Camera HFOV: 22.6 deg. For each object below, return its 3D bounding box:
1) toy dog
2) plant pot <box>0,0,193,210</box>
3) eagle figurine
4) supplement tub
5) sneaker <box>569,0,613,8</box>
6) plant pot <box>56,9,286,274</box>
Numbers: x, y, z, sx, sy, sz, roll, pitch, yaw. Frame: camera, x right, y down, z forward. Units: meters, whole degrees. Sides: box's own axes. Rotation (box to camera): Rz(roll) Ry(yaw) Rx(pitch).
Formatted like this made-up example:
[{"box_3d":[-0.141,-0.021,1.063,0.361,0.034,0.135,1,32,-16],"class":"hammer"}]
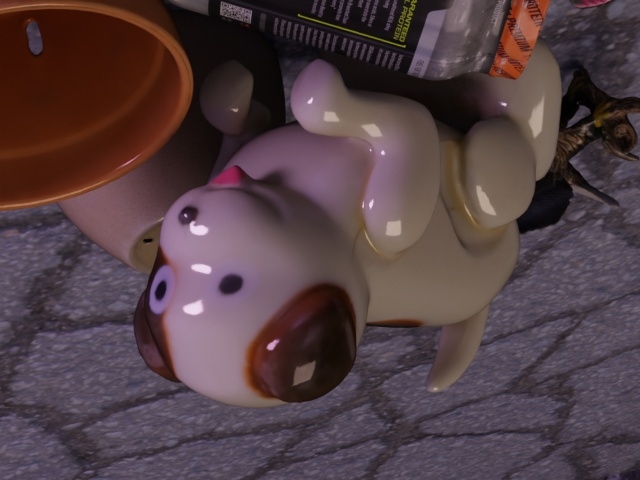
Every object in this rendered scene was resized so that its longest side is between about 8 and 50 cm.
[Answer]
[{"box_3d":[0.000,0.000,1.508,0.408,0.284,0.395,-32,128,-43],"class":"toy dog"},{"box_3d":[-0.274,-0.188,1.388,0.291,0.203,0.291,-14,152,-7],"class":"plant pot"},{"box_3d":[0.202,-0.105,1.833,0.298,0.225,0.226,-26,163,-6],"class":"eagle figurine"},{"box_3d":[0.037,-0.250,1.344,0.316,0.193,0.193,17,146,-1],"class":"supplement tub"},{"box_3d":[0.327,-0.281,1.734,0.119,0.047,0.057,-25,162,16],"class":"sneaker"},{"box_3d":[-0.156,-0.076,1.668,0.284,0.191,0.284,-14,152,-8],"class":"plant pot"}]
